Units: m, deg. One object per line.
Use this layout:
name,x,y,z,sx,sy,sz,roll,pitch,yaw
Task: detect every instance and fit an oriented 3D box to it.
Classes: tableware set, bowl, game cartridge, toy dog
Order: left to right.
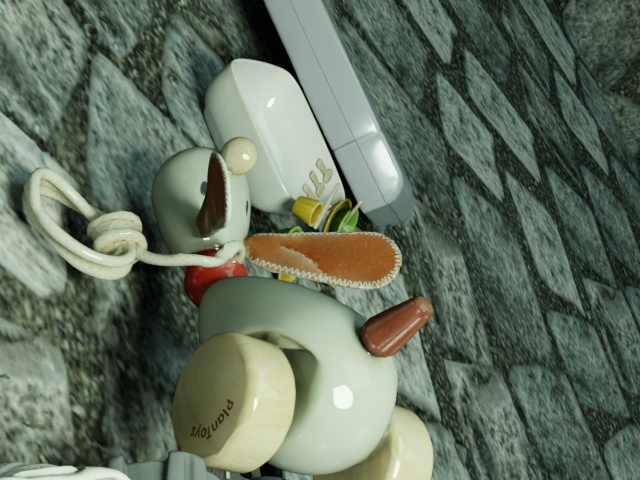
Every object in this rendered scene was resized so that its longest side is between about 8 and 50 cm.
bowl,-0.045,-0.081,1.455,0.142,0.053,0.142,65,22,9
toy dog,-0.022,0.025,1.091,0.220,0.161,0.334,11,36,-55
tableware set,0.000,0.000,1.424,0.024,0.104,0.154,26,-11,19
game cartridge,0.008,-0.159,1.602,0.198,0.062,0.297,62,4,-83

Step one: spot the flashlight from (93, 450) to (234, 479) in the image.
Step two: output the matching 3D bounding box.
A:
flashlight,-0.088,0.263,0.897,0.103,0.103,0.304,91,-3,-51

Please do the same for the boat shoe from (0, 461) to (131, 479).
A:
boat shoe,-0.167,0.161,0.805,0.277,0.096,0.098,-41,113,-70

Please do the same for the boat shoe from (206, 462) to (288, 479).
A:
boat shoe,-0.049,0.172,1.127,0.075,0.065,0.206,35,34,-48
